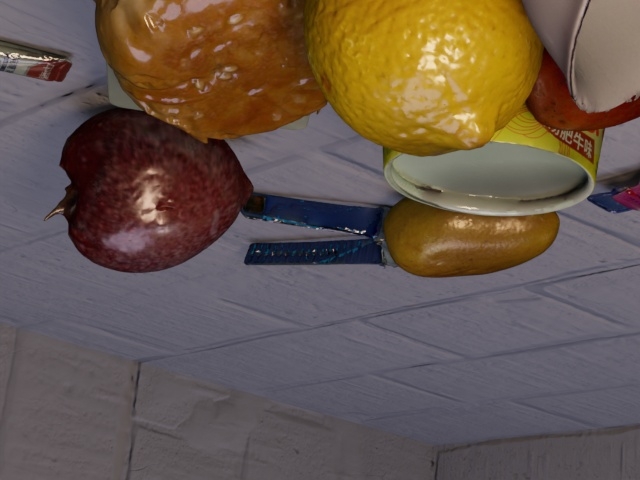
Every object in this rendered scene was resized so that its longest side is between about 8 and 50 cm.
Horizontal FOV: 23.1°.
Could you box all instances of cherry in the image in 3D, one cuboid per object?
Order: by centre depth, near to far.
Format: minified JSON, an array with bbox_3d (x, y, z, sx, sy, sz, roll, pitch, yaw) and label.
[{"bbox_3d":[-0.235,-0.071,2.167,0.300,0.230,0.203,-4,178,-18],"label":"cherry"}]

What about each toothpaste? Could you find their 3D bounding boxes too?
[{"bbox_3d":[-0.439,-0.243,2.003,0.239,0.039,0.062,11,155,-22],"label":"toothpaste"}]

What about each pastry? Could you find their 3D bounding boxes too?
[{"bbox_3d":[-0.095,-0.246,1.637,0.284,0.184,0.315,-21,151,14],"label":"pastry"}]

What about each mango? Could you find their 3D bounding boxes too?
[{"bbox_3d":[0.225,-0.016,2.345,0.262,0.130,0.167,-2,156,5],"label":"mango"}]

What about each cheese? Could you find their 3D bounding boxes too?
[{"bbox_3d":[0.494,-0.069,2.197,0.244,0.062,0.155,-10,155,42],"label":"cheese"}]

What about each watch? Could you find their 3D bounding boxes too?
[{"bbox_3d":[0.006,0.004,2.567,0.275,0.068,0.276,5,163,1],"label":"watch"}]

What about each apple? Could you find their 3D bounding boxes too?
[{"bbox_3d":[0.274,-0.179,1.539,0.147,0.156,0.158,49,135,3],"label":"apple"}]

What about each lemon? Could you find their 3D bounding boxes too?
[{"bbox_3d":[0.097,-0.194,1.448,0.228,0.253,0.228,0,149,0],"label":"lemon"}]

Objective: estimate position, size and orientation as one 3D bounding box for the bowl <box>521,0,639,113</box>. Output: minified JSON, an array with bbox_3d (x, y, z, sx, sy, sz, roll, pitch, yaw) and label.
[{"bbox_3d":[0.260,-0.292,1.326,0.157,0.345,0.345,37,173,22],"label":"bowl"}]

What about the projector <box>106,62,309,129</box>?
[{"bbox_3d":[-0.130,-0.221,1.900,0.257,0.079,0.259,8,162,-4],"label":"projector"}]

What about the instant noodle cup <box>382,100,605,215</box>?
[{"bbox_3d":[0.196,-0.167,1.737,0.311,0.221,0.311,6,163,2],"label":"instant noodle cup"}]
